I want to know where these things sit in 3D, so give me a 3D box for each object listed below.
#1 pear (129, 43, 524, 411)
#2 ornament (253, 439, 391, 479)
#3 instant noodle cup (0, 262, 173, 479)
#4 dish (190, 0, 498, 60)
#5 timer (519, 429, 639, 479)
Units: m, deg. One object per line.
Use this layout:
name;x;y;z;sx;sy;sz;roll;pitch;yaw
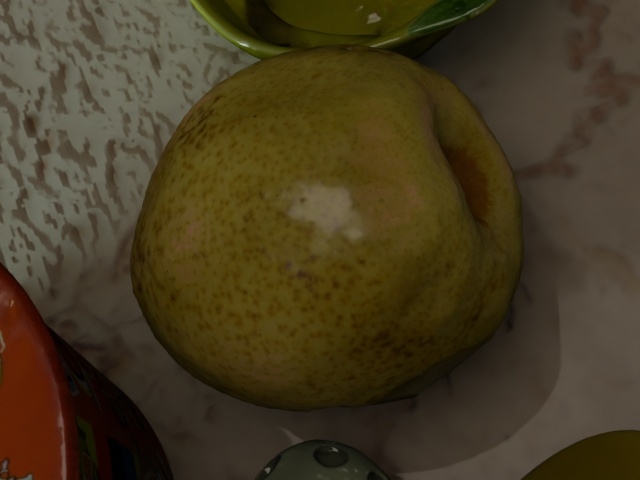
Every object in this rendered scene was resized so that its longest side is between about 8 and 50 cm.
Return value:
pear;0.000;0.000;0.726;0.178;0.178;0.178;-4;73;15
ornament;-0.020;0.164;0.732;0.081;0.075;0.156;33;83;24
instant noodle cup;-0.188;0.126;0.726;0.250;0.192;0.250;-4;73;14
dish;0.020;-0.140;0.806;0.207;0.080;0.149;9;73;19
timer;0.068;0.252;0.568;0.376;0.387;0.376;-2;99;-16
